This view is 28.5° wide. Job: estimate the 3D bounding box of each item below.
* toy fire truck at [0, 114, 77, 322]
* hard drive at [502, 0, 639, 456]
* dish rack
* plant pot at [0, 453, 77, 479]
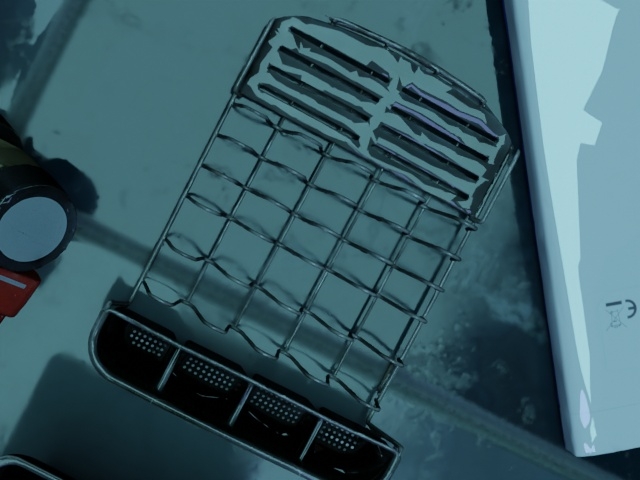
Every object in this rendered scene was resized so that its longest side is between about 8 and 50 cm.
[{"bbox_3d":[-0.281,0.027,0.701,0.217,0.158,0.246,29,100,-46],"label":"toy fire truck"},{"bbox_3d":[0.246,-0.030,0.846,0.210,0.040,0.319,-9,96,-6],"label":"hard drive"},{"bbox_3d":[0.000,0.000,0.805,0.208,0.074,0.272,27,91,-9],"label":"dish rack"},{"bbox_3d":[-0.145,0.238,0.756,0.187,0.167,0.188,28,85,-8],"label":"plant pot"}]
